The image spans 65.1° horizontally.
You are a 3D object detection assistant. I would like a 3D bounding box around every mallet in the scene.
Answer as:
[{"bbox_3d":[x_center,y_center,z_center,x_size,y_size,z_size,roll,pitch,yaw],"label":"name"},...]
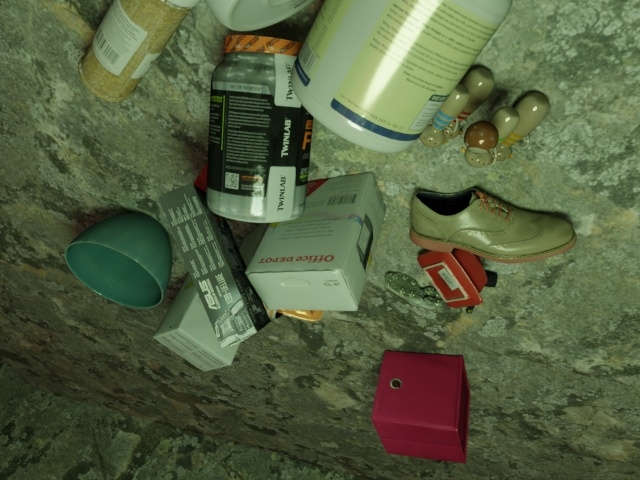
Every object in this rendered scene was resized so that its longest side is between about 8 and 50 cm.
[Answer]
[{"bbox_3d":[0.403,0.139,1.321,0.062,0.039,0.190,16,144,3],"label":"mallet"}]

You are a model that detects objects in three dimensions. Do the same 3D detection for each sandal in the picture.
[{"bbox_3d":[-0.115,0.193,1.533,0.265,0.076,0.102,14,102,-2],"label":"sandal"}]

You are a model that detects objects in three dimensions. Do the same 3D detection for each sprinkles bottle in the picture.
[{"bbox_3d":[-0.340,-0.404,0.942,0.121,0.121,0.355,40,136,-22],"label":"sprinkles bottle"}]

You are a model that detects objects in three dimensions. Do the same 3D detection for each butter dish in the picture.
[{"bbox_3d":[0.338,0.070,1.211,0.160,0.118,0.160,56,161,1],"label":"butter dish"}]

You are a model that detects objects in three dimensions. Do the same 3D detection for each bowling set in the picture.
[{"bbox_3d":[0.245,-0.199,0.886,0.286,0.200,0.154,26,141,-1],"label":"bowling set"}]

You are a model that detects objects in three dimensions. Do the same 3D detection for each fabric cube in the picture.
[{"bbox_3d":[0.334,0.534,1.620,0.258,0.254,0.259,-1,136,23],"label":"fabric cube"}]

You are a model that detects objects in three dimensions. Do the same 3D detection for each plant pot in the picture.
[{"bbox_3d":[-0.551,0.033,1.461,0.289,0.196,0.290,12,140,10],"label":"plant pot"}]

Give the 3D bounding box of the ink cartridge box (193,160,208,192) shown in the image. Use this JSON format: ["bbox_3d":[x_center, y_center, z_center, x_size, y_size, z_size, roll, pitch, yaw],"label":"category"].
[{"bbox_3d":[-0.178,-0.157,1.144,0.230,0.134,0.078,10,140,10],"label":"ink cartridge box"}]

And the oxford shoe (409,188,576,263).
[{"bbox_3d":[0.360,-0.040,1.072,0.347,0.123,0.130,3,132,17],"label":"oxford shoe"}]

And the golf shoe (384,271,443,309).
[{"bbox_3d":[0.246,0.150,1.373,0.176,0.069,0.086,26,146,-5],"label":"golf shoe"}]

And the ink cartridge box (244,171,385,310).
[{"bbox_3d":[0.000,0.000,1.114,0.225,0.306,0.131,-3,134,26],"label":"ink cartridge box"}]

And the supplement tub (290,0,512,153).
[{"bbox_3d":[0.122,-0.319,0.735,0.235,0.235,0.325,28,126,-10],"label":"supplement tub"}]

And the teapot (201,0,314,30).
[{"bbox_3d":[-0.084,-0.450,0.732,0.252,0.256,0.187,-18,100,60],"label":"teapot"}]

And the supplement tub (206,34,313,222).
[{"bbox_3d":[-0.111,-0.204,0.936,0.193,0.193,0.316,9,106,12],"label":"supplement tub"}]

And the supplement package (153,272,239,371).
[{"bbox_3d":[-0.343,0.230,1.545,0.145,0.262,0.204,-24,124,39],"label":"supplement package"}]

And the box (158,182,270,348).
[{"bbox_3d":[-0.205,0.054,1.028,0.076,0.308,0.242,-24,176,-1],"label":"box"}]

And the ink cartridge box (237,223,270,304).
[{"bbox_3d":[-0.164,0.068,1.338,0.117,0.202,0.278,35,137,-19],"label":"ink cartridge box"}]
